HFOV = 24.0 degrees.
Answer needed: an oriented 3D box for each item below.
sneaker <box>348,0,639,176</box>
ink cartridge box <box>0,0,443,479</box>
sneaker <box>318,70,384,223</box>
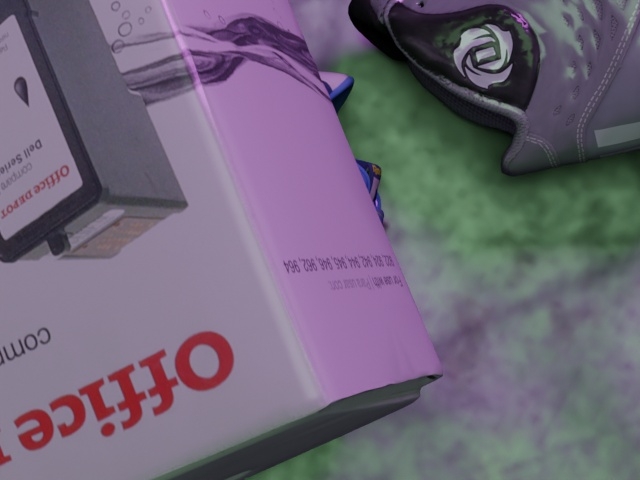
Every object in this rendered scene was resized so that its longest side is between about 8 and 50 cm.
[{"bbox_3d":[0.065,-0.131,0.572,0.132,0.086,0.229,-17,76,9],"label":"sneaker"},{"bbox_3d":[-0.108,-0.035,0.513,0.198,0.115,0.273,-26,80,19],"label":"ink cartridge box"},{"bbox_3d":[0.000,0.000,0.570,0.059,0.053,0.144,-14,84,-3],"label":"sneaker"}]
